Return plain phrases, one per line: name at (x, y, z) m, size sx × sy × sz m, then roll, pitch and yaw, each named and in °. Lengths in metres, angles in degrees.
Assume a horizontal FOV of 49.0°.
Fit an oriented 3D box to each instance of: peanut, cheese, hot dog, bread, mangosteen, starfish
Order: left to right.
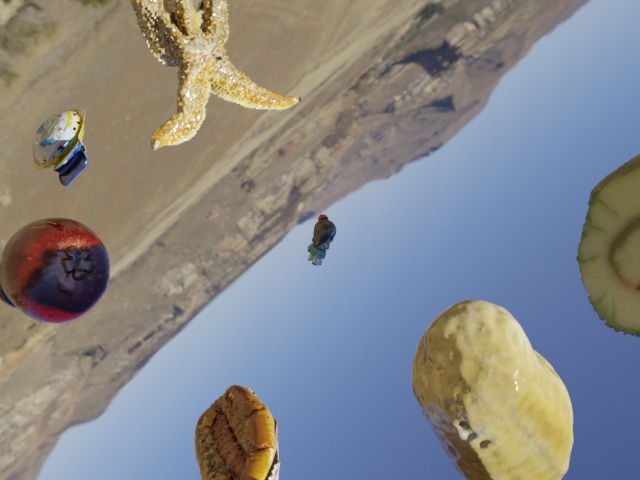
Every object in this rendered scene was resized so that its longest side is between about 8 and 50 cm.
mangosteen at (-0.555, 0.064, 1.425) m, size 0.257 × 0.215 × 0.215 m, roll -12°, pitch -159°, yaw 38°
cheese at (-0.529, -0.195, 1.439) m, size 0.156 × 0.064 × 0.250 m, roll -48°, pitch -134°, yaw 3°
starfish at (-0.172, -0.310, 1.031) m, size 0.301 × 0.293 × 0.084 m, roll -26°, pitch -169°, yaw -37°
hot dog at (-0.128, 0.320, 1.082) m, size 0.144 × 0.075 × 0.268 m, roll -42°, pitch -155°, yaw 1°
peanut at (0.162, 0.150, 0.648) m, size 0.129 × 0.224 × 0.129 m, roll -21°, pitch -145°, yaw 16°
bread at (0.616, 0.026, 1.169) m, size 0.129 × 0.382 × 0.366 m, roll 2°, pitch 142°, yaw -31°

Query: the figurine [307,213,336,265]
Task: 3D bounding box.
figurine at (0.000, 0.000, 1.507) m, size 0.060 × 0.047 × 0.106 m, roll 58°, pitch -45°, yaw 52°
